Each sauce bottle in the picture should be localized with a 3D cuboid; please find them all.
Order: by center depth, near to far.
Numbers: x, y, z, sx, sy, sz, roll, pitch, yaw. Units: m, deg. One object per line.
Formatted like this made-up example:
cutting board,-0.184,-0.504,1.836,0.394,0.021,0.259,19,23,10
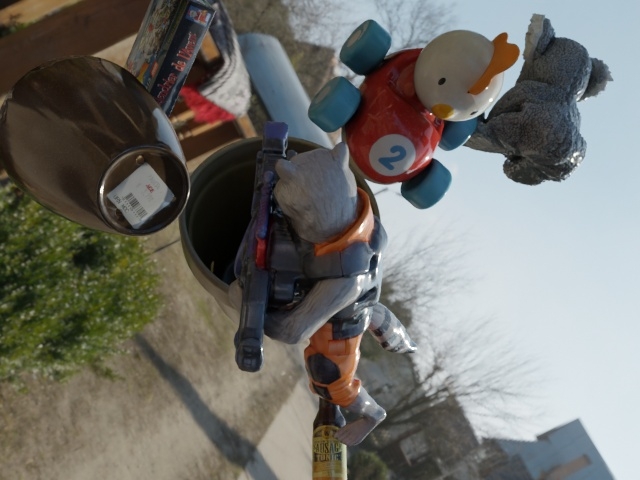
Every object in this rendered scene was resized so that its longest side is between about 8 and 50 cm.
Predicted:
sauce bottle,0.009,0.234,0.759,0.042,0.042,0.128,66,19,-62

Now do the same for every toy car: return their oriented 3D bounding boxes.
toy car,0.149,-0.185,0.835,0.219,0.210,0.238,36,-25,-22

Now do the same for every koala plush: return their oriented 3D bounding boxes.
koala plush,0.351,-0.221,1.009,0.196,0.221,0.203,30,-4,-18

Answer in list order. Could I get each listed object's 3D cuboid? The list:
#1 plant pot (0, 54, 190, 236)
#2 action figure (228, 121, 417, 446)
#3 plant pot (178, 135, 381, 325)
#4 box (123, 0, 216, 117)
plant pot,-0.256,-0.095,0.790,0.230,0.215,0.215,35,-22,47
action figure,0.011,0.015,0.693,0.330,0.179,0.341,79,9,-51
plant pot,-0.084,0.028,1.135,0.323,0.323,0.280,63,-23,24
box,-0.249,-0.281,0.998,0.044,0.233,0.159,13,28,-37
